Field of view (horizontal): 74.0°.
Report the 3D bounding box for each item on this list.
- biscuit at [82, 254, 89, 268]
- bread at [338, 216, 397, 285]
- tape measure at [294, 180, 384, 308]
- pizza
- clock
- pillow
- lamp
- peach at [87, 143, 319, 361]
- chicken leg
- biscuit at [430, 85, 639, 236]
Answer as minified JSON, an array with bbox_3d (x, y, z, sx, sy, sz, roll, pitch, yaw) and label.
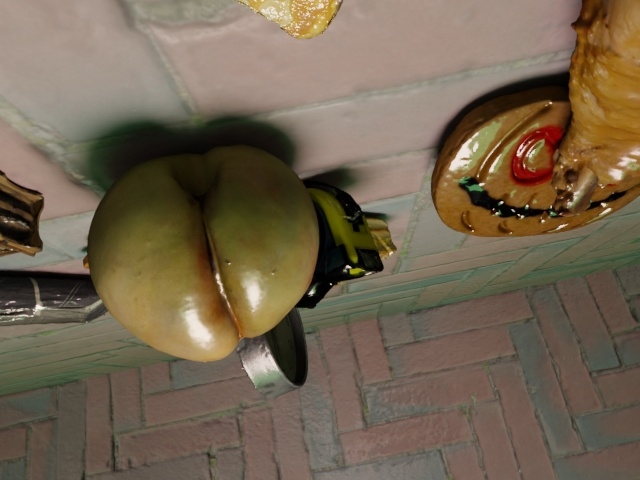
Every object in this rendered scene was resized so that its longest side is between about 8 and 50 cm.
[{"bbox_3d":[-0.327,0.015,0.764,0.183,0.043,0.280,-6,156,-27],"label":"biscuit"},{"bbox_3d":[0.019,0.031,0.911,0.184,0.110,0.234,-5,160,-37],"label":"bread"},{"bbox_3d":[0.000,0.000,0.701,0.199,0.186,0.112,-30,158,33],"label":"tape measure"},{"bbox_3d":[-0.031,-0.209,0.330,0.109,0.026,0.123,-5,162,-10],"label":"pizza"},{"bbox_3d":[-0.111,0.174,0.923,0.066,0.318,0.319,-19,160,8],"label":"clock"},{"bbox_3d":[-0.572,0.123,0.847,0.162,0.092,0.335,-21,160,41],"label":"pillow"},{"bbox_3d":[-0.530,0.001,0.536,0.326,0.090,0.089,-13,160,3],"label":"lamp"},{"bbox_3d":[-0.142,0.017,0.568,0.292,0.247,0.292,-25,145,-19],"label":"peach"},{"bbox_3d":[0.371,-0.167,0.427,0.295,0.182,0.409,-28,150,-11],"label":"chicken leg"},{"bbox_3d":[0.354,-0.113,0.629,0.368,0.063,0.314,-1,142,-10],"label":"biscuit"}]
